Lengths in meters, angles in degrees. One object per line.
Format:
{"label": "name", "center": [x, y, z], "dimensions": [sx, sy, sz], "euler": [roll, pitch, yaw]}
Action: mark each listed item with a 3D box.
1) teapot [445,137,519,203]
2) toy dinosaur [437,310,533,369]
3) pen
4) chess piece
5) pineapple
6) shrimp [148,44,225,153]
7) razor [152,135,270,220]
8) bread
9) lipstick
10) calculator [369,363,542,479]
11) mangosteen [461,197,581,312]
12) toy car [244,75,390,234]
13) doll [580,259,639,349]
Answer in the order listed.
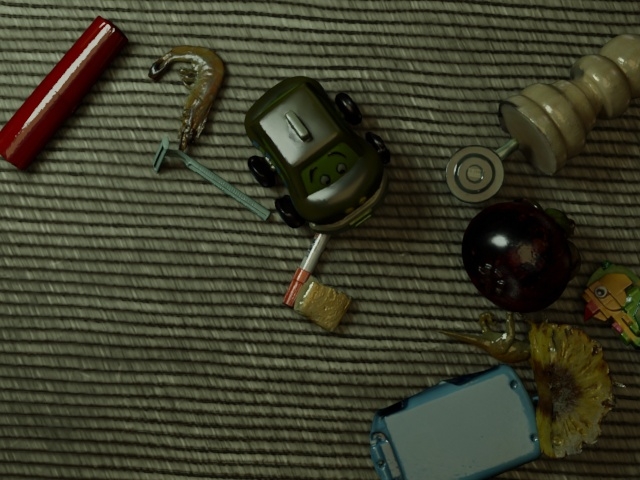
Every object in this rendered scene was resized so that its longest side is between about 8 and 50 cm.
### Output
{"label": "teapot", "center": [0.261, -0.107, 1.537], "dimensions": [0.124, 0.091, 0.092], "euler": [-11, 89, 6]}
{"label": "toy dinosaur", "center": [0.286, 0.177, 1.554], "dimensions": [0.162, 0.039, 0.126], "euler": [-20, 90, 1]}
{"label": "pen", "center": [0.000, 0.000, 1.566], "dimensions": [0.028, 0.028, 0.239], "euler": [27, 88, 1]}
{"label": "chess piece", "center": [0.425, -0.234, 1.524], "dimensions": [0.261, 0.143, 0.142], "euler": [-36, 88, -5]}
{"label": "pineapple", "center": [0.404, 0.224, 1.519], "dimensions": [0.135, 0.079, 0.233], "euler": [-7, 93, -15]}
{"label": "shrimp", "center": [-0.232, -0.240, 1.572], "dimensions": [0.124, 0.034, 0.178], "euler": [21, 87, 3]}
{"label": "razor", "center": [-0.172, -0.095, 1.562], "dimensions": [0.211, 0.084, 0.036], "euler": [29, 61, -8]}
{"label": "bread", "center": [0.002, 0.104, 1.553], "dimensions": [0.083, 0.035, 0.070], "euler": [27, 90, -19]}
{"label": "lipstick", "center": [-0.420, -0.241, 1.556], "dimensions": [0.073, 0.073, 0.279], "euler": [39, 90, 1]}
{"label": "calculator", "center": [0.222, 0.309, 1.544], "dimensions": [0.293, 0.051, 0.173], "euler": [-21, 87, -1]}
{"label": "mangosteen", "center": [0.321, 0.016, 1.505], "dimensions": [0.200, 0.200, 0.199], "euler": [0, 88, 0]}
{"label": "toy car", "center": [-0.014, -0.141, 1.474], "dimensions": [0.204, 0.198, 0.248], "euler": [-36, 75, 2]}
{"label": "doll", "center": [0.509, 0.104, 1.521], "dimensions": [0.186, 0.106, 0.134], "euler": [23, 83, 17]}
